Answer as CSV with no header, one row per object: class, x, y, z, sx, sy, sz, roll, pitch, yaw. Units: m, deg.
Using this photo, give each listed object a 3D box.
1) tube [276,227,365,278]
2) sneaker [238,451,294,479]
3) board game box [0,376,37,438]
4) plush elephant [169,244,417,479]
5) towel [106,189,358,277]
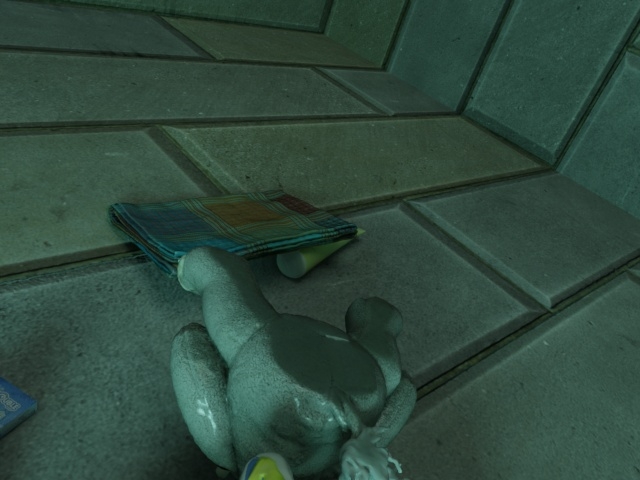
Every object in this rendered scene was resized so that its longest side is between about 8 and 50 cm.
tube,0.000,0.000,1.029,0.070,0.062,0.240,59,33,-2
sneaker,-0.065,0.203,0.265,0.126,0.091,0.240,-12,15,-1
board game box,-0.376,0.184,0.575,0.090,0.020,0.090,27,31,12
plush elephant,-0.039,0.207,0.539,0.272,0.255,0.330,17,23,-23
towel,-0.152,-0.034,0.949,0.370,0.040,0.271,-12,28,-39
